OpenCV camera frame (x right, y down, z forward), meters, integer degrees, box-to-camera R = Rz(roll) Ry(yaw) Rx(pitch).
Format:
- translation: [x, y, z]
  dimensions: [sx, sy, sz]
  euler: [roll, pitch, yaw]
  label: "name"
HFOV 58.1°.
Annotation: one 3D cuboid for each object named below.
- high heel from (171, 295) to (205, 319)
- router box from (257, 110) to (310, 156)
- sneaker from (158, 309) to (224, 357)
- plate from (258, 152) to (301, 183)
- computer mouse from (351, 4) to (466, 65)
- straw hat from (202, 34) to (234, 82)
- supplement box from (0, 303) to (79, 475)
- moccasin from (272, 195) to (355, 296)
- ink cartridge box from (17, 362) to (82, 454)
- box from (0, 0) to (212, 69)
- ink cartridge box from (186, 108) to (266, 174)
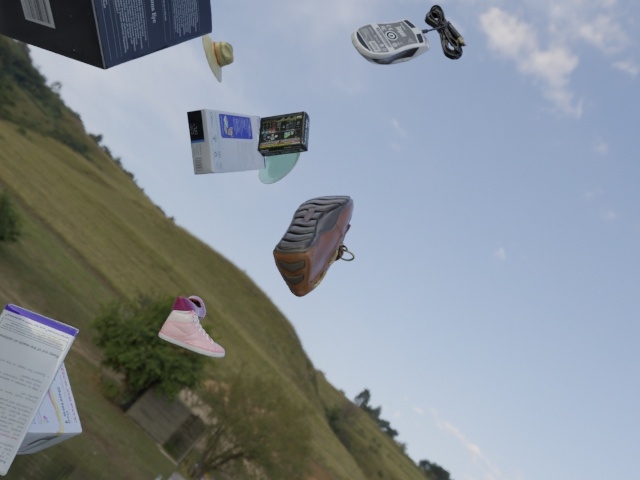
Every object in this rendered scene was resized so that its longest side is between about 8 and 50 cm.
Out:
- translation: [-0.373, 0.174, 1.625]
  dimensions: [0.082, 0.117, 0.244]
  euler: [5, 16, 2]
  label: "high heel"
- translation: [-0.088, -0.257, 1.394]
  dimensions: [0.122, 0.092, 0.038]
  euler: [-4, -23, 20]
  label: "router box"
- translation: [-0.241, 0.179, 1.126]
  dimensions: [0.134, 0.070, 0.051]
  euler: [24, -7, -13]
  label: "sneaker"
- translation: [-0.131, -0.262, 1.946]
  dimensions: [0.188, 0.188, 0.024]
  euler: [14, -22, 49]
  label: "plate"
- translation: [0.128, -0.306, 0.887]
  dimensions: [0.106, 0.192, 0.042]
  euler: [64, -24, 21]
  label: "computer mouse"
- translation: [-0.265, -0.505, 1.558]
  dimensions: [0.061, 0.145, 0.145]
  euler: [-12, -40, 7]
  label: "straw hat"
- translation: [-0.471, 0.220, 0.869]
  dimensions: [0.113, 0.220, 0.111]
  euler: [26, -22, -19]
  label: "supplement box"
- translation: [0.003, 0.000, 1.350]
  dimensions: [0.139, 0.380, 0.147]
  euler: [-4, -64, 13]
  label: "moccasin"
- translation: [-0.594, 0.303, 1.131]
  dimensions: [0.278, 0.117, 0.202]
  euler: [95, -27, -71]
  label: "ink cartridge box"
- translation: [-0.461, -0.523, 1.218]
  dimensions: [0.343, 0.312, 0.179]
  euler: [23, -48, 25]
  label: "box"
- translation: [-0.253, -0.271, 1.606]
  dimensions: [0.065, 0.332, 0.166]
  euler: [-4, -84, 20]
  label: "ink cartridge box"
